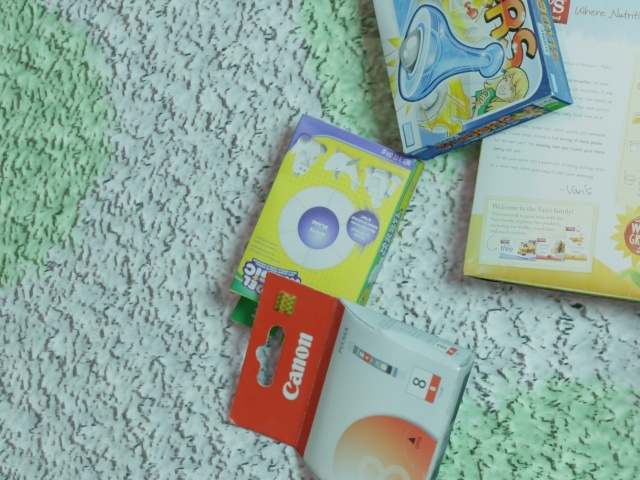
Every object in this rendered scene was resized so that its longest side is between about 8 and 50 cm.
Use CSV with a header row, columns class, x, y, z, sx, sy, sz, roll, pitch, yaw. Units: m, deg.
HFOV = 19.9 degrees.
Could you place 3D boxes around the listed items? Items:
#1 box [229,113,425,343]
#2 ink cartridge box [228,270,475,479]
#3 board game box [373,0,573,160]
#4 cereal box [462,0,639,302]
class,x,y,z,sx,sy,sz,roll,pitch,yaw
box,0.000,0.000,1.458,0.105,0.043,0.179,23,94,15
ink cartridge box,0.016,0.121,1.418,0.179,0.045,0.145,21,114,13
board game box,0.109,-0.179,1.412,0.136,0.035,0.201,-21,72,31
cereal box,0.212,-0.078,1.404,0.173,0.047,0.240,9,87,17
